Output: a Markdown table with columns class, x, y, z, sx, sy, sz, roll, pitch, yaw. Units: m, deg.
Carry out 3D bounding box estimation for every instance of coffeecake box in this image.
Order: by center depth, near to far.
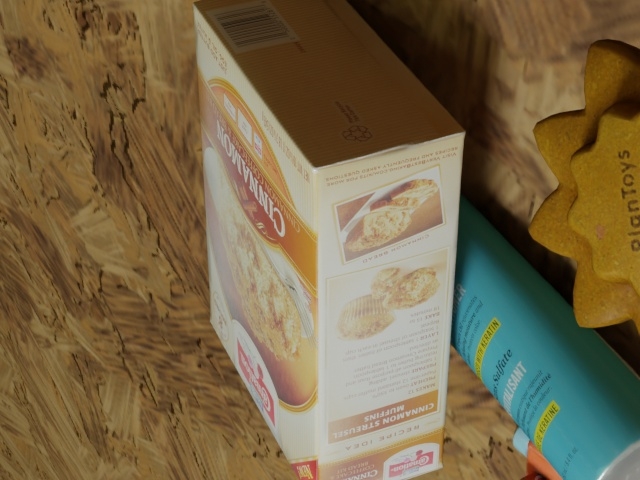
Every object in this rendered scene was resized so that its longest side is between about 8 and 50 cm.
| class | x | y | z | sx | sy | sz | roll | pitch | yaw |
| --- | --- | --- | --- | --- | --- | --- | --- | --- | --- |
| coffeecake box | 0.000 | 0.000 | 0.697 | 0.142 | 0.068 | 0.185 | -125 | 27 | -47 |

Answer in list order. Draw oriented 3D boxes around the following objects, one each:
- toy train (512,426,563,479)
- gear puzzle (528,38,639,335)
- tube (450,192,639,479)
| class | x | y | z | sx | sy | sz | roll | pitch | yaw |
| --- | --- | --- | --- | --- | --- | --- | --- | --- | --- |
| toy train | 0.138 | 0.161 | 0.700 | 0.166 | 0.046 | 0.125 | 41 | 148 | 32 |
| gear puzzle | 0.122 | -0.116 | 0.311 | 0.175 | 0.044 | 0.339 | 44 | 124 | 29 |
| tube | 0.074 | 0.027 | 0.682 | 0.207 | 0.052 | 0.080 | 50 | 144 | 35 |
